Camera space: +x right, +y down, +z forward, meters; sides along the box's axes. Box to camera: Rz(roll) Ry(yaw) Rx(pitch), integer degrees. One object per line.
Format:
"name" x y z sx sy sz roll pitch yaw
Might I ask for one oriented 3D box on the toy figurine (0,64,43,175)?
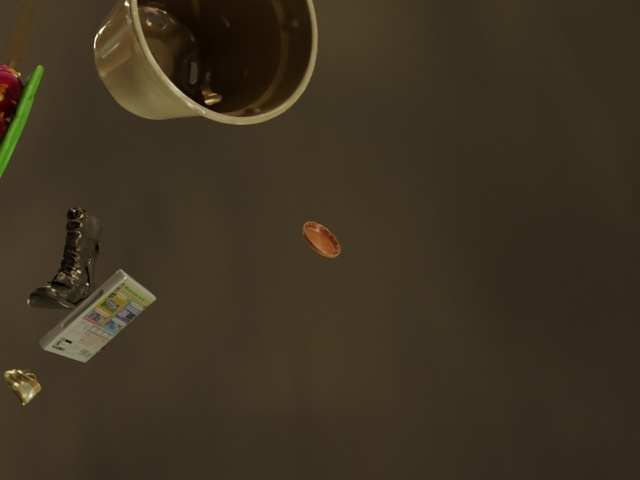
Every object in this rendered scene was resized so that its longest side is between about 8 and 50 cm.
"toy figurine" -0.429 -0.163 0.833 0.173 0.159 0.130 -53 -156 30

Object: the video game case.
"video game case" -0.421 0.150 1.381 0.193 0.212 0.023 -43 -103 -10

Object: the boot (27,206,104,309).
"boot" -0.556 0.039 1.590 0.091 0.263 0.228 3 -96 5

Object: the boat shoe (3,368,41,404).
"boat shoe" -0.542 0.261 1.312 0.135 0.045 0.050 15 -47 54

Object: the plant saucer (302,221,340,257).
"plant saucer" 0.000 0.000 1.321 0.013 0.084 0.083 -48 -121 26

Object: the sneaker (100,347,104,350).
"sneaker" -0.538 0.218 1.660 0.085 0.152 0.058 30 -105 9

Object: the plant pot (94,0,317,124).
"plant pot" -0.229 -0.342 1.228 0.306 0.334 0.333 -2 -101 52
